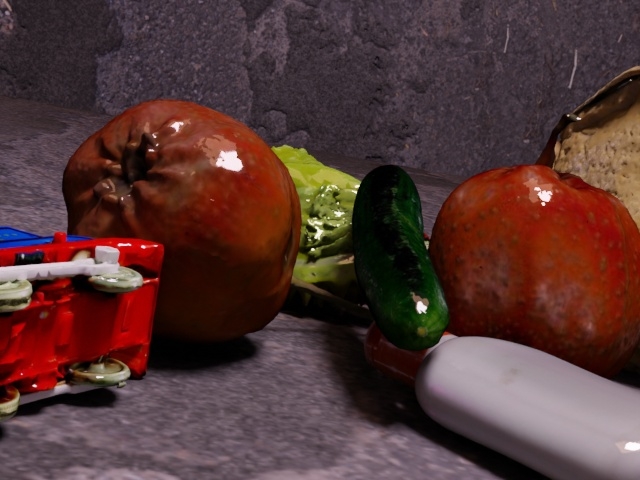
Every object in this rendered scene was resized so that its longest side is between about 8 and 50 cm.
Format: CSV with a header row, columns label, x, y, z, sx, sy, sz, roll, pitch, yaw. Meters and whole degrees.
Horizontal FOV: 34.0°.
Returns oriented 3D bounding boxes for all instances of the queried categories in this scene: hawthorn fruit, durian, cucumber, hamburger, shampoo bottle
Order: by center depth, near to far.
label,x,y,z,sx,sy,sz,roll,pitch,yaw
shampoo bottle,0.114,0.092,0.610,0.108,0.051,0.221,-4,17,-41
cucumber,0.049,0.003,0.711,0.056,0.056,0.284,10,22,-4
hawthorn fruit,-0.047,0.009,0.727,0.165,0.165,0.285,19,-5,42
hawthorn fruit,0.153,0.007,0.729,0.157,0.194,0.157,8,3,0
hamburger,0.276,-0.013,0.864,0.146,0.243,0.286,10,24,-18
durian,-0.023,-0.008,0.873,0.375,0.132,0.106,25,-5,24

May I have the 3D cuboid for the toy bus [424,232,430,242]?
label,x,y,z,sx,sy,sz,roll,pitch,yaw
toy bus,0.000,0.000,0.972,0.195,0.081,0.089,15,1,28

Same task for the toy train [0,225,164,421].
label,x,y,z,sx,sy,sz,roll,pitch,yaw
toy train,-0.177,0.036,0.526,0.131,0.083,0.204,13,9,26
